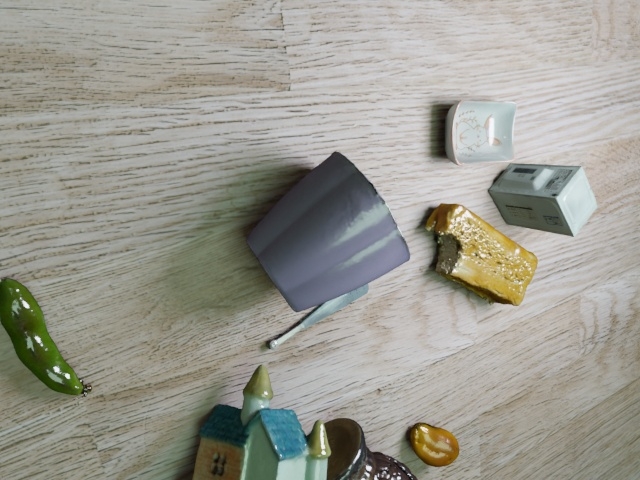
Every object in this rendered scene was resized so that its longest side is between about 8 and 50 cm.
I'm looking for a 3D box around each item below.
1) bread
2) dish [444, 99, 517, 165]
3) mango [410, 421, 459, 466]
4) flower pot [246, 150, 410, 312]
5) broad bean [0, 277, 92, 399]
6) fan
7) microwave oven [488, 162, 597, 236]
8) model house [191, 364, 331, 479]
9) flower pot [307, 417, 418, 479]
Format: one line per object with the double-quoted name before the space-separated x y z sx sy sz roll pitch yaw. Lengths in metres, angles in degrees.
"bread" 0.411 0.046 1.198 0.380 0.109 0.185 27 91 -30
"dish" 0.387 -0.267 1.133 0.212 0.077 0.152 -9 103 -28
"mango" 0.307 0.562 1.263 0.159 0.084 0.105 31 84 -9
"flower pot" 0.000 0.000 0.880 0.243 0.265 0.265 -33 115 -8
"broad bean" -0.468 0.172 0.756 0.065 0.046 0.255 -31 116 -28
"fan" -0.003 0.160 1.035 0.281 0.023 0.057 -29 115 -23
"microwave oven" 0.581 -0.116 1.198 0.122 0.208 0.162 -47 119 -13
"model house" -0.113 0.418 0.919 0.194 0.267 0.325 24 68 -52
"flower pot" 0.079 0.573 1.045 0.266 0.266 0.267 -37 104 -18
